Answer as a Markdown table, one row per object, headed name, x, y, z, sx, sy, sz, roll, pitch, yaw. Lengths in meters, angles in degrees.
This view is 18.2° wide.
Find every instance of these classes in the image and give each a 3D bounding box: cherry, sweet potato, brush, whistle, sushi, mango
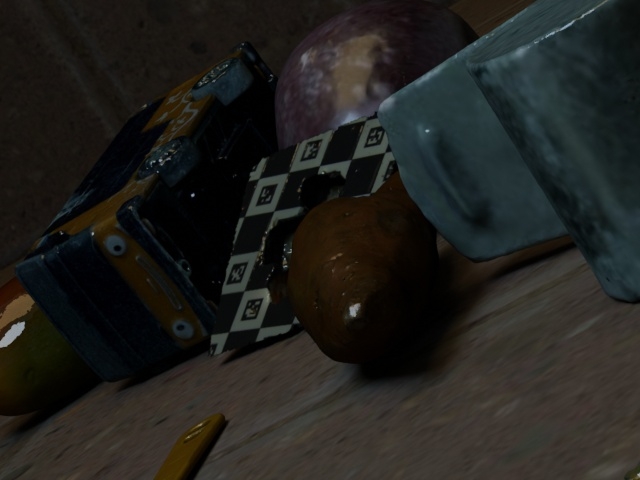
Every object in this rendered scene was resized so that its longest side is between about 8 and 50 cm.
| name | x | y | z | sx | sy | sz | roll | pitch | yaw |
| --- | --- | --- | --- | --- | --- | --- | --- | --- | --- |
| cherry | 0.056 | -0.120 | 1.829 | 0.213 | 0.183 | 0.266 | -41 | 24 | 30 |
| sweet potato | 0.029 | 0.021 | 1.392 | 0.112 | 0.112 | 0.359 | -31 | 7 | 8 |
| brush | -0.106 | 0.170 | 1.353 | 0.103 | 0.013 | 0.272 | -30 | 9 | 16 |
| whistle | 0.184 | -0.084 | 1.223 | 0.188 | 0.168 | 0.405 | -35 | 9 | -13 |
| sushi | 0.000 | 0.000 | 1.675 | 0.193 | 0.040 | 0.210 | -19 | 46 | 41 |
| mango | -0.240 | 0.074 | 1.988 | 0.289 | 0.129 | 0.146 | -29 | 4 | -42 |

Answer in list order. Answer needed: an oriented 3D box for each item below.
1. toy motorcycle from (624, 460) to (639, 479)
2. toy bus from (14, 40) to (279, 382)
| name | x | y | z | sx | sy | sz | roll | pitch | yaw |
| --- | --- | --- | --- | --- | --- | --- | --- | --- | --- |
| toy motorcycle | 0.116 | 0.126 | 0.631 | 0.152 | 0.073 | 0.225 | -22 | 15 | 43 |
| toy bus | -0.133 | -0.027 | 1.878 | 0.194 | 0.162 | 0.323 | -26 | 21 | 32 |
